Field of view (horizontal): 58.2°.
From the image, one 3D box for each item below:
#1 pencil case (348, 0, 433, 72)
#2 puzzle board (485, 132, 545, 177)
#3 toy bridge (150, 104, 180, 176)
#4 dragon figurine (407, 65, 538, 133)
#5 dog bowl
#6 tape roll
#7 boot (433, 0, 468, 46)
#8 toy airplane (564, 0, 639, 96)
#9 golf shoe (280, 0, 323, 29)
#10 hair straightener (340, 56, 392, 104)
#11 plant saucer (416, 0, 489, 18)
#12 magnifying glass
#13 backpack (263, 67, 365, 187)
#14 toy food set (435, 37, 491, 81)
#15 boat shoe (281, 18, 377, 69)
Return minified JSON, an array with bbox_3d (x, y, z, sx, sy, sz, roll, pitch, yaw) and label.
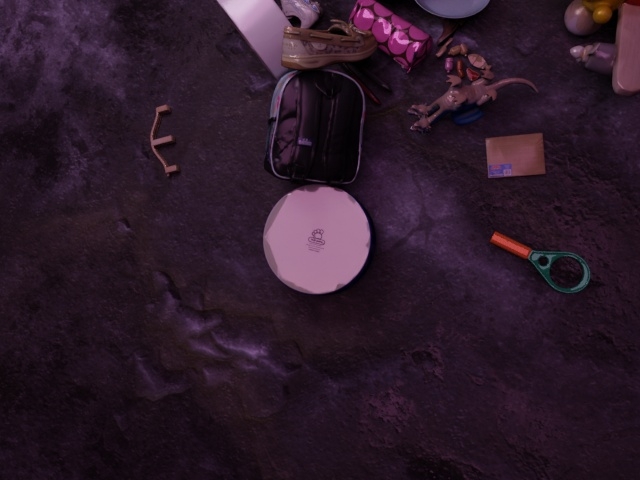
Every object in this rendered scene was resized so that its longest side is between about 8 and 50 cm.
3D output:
[{"bbox_3d":[0.165,-0.501,1.398,0.209,0.095,0.098,39,115,14],"label":"pencil case"},{"bbox_3d":[0.455,-0.198,1.348,0.128,0.011,0.097,-4,86,12],"label":"puzzle board"},{"bbox_3d":[-0.419,-0.262,1.533,0.063,0.026,0.188,-11,83,13],"label":"toy bridge"},{"bbox_3d":[0.344,-0.328,1.344,0.289,0.144,0.085,-16,80,-9],"label":"dragon figurine"},{"bbox_3d":[0.000,0.000,1.381,0.264,0.104,0.265,-1,85,12],"label":"dog bowl"},{"bbox_3d":[-0.142,-0.510,1.363,0.100,0.286,0.286,-39,79,5],"label":"tape roll"},{"bbox_3d":[0.284,-0.540,1.399,0.106,0.037,0.114,-44,81,-8],"label":"boot"},{"bbox_3d":[0.661,-0.524,1.231,0.386,0.272,0.385,-28,90,-28],"label":"toy airplane"},{"bbox_3d":[-0.081,-0.606,1.471,0.176,0.069,0.086,41,100,13],"label":"golf shoe"},{"bbox_3d":[0.099,-0.445,1.428,0.089,0.047,0.230,-45,72,18],"label":"hair straightener"},{"bbox_3d":[0.309,-0.592,1.375,0.194,0.037,0.195,0,66,1],"label":"plant saucer"},{"bbox_3d":[0.499,0.043,1.313,0.230,0.026,0.092,28,92,11],"label":"magnifying glass"},{"bbox_3d":[-0.014,-0.267,1.332,0.225,0.191,0.254,4,105,-16],"label":"backpack"},{"bbox_3d":[0.342,-0.427,1.389,0.122,0.019,0.078,42,95,4],"label":"toy food set"},{"bbox_3d":[0.029,-0.446,1.282,0.104,0.285,0.089,21,125,35],"label":"boat shoe"}]
